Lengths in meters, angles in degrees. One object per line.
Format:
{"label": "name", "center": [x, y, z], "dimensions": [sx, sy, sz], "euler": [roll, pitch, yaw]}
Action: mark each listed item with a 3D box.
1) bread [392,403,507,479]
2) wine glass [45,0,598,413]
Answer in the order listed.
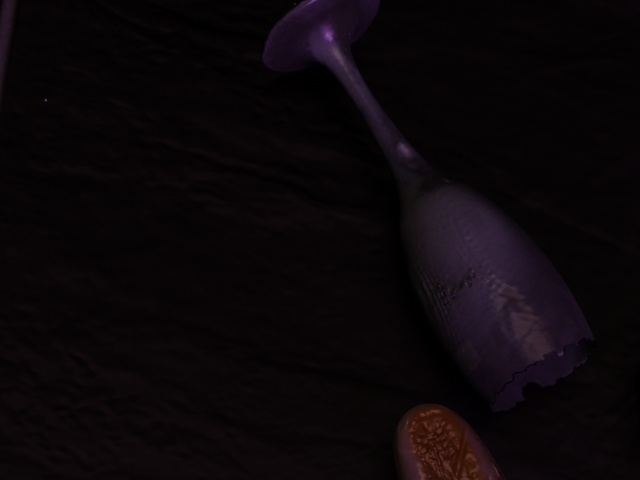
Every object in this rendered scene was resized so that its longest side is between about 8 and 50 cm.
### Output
{"label": "bread", "center": [0.099, 0.206, 1.132], "dimensions": [0.073, 0.053, 0.214], "euler": [-14, 68, -9]}
{"label": "wine glass", "center": [0.000, 0.000, 1.201], "dimensions": [0.264, 0.096, 0.309], "euler": [-23, 69, -19]}
